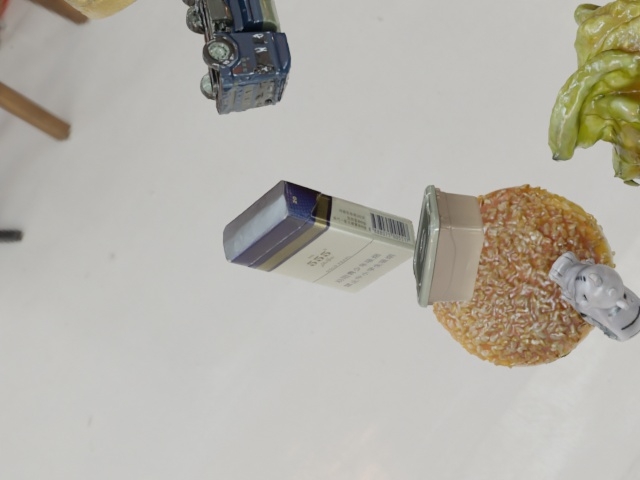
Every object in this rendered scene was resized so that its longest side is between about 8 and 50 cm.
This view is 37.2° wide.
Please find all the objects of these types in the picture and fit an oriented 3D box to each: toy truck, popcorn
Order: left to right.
[{"bbox_3d":[-0.082,-0.220,0.904,0.088,0.074,0.201,-8,69,-14],"label":"toy truck"},{"bbox_3d":[0.460,-0.226,1.338,0.326,0.321,0.290,-20,87,7],"label":"popcorn"}]

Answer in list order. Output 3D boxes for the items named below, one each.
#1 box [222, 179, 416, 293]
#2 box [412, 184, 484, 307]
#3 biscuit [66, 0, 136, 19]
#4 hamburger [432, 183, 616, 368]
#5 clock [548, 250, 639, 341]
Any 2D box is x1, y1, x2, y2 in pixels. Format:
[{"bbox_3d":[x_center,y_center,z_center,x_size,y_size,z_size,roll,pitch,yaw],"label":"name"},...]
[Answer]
[{"bbox_3d":[0.000,0.000,1.461,0.168,0.259,0.071,-35,50,40],"label":"box"},{"bbox_3d":[0.142,0.008,1.060,0.062,0.122,0.089,4,37,-2],"label":"box"},{"bbox_3d":[-0.052,-0.207,0.500,0.234,0.030,0.153,-44,38,12],"label":"biscuit"},{"bbox_3d":[0.356,0.068,1.700,0.330,0.250,0.329,-1,82,8],"label":"hamburger"},{"bbox_3d":[0.449,0.095,1.480,0.080,0.176,0.117,-50,22,-1],"label":"clock"}]
